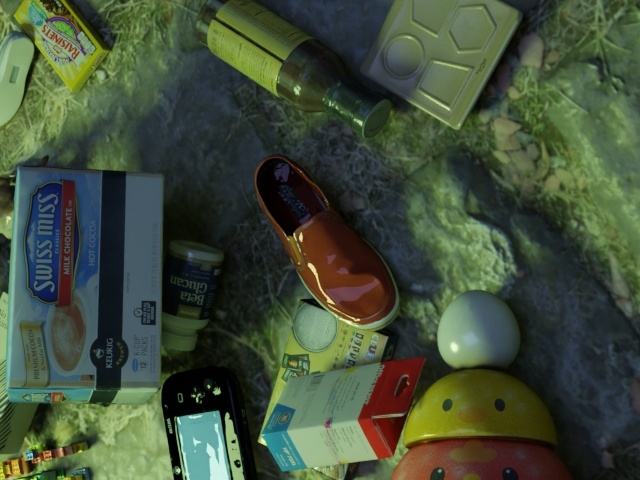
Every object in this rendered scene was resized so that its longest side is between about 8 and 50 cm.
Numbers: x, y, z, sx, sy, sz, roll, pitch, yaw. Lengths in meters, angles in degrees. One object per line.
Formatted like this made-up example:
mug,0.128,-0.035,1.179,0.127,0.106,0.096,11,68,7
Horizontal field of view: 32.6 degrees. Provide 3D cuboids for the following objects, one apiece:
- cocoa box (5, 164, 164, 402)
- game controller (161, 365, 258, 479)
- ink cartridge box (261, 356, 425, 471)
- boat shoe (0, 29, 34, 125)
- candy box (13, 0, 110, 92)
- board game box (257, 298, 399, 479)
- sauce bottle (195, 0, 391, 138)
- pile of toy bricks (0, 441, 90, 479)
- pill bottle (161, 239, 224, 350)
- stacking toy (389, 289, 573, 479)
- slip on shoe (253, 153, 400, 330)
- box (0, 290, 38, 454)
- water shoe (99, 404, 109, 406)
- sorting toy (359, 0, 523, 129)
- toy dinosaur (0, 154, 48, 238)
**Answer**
cocoa box,-0.374,0.078,1.731,0.227,0.231,0.347,3,76,-15
game controller,-0.179,0.369,1.795,0.166,0.067,0.319,-14,83,28
ink cartridge box,0.046,0.249,1.577,0.231,0.134,0.078,-13,117,28
boat shoe,-0.585,-0.301,2.024,0.063,0.066,0.184,44,121,47
candy box,-0.469,-0.375,1.977,0.105,0.027,0.206,-48,69,24
board game box,0.010,0.232,1.706,0.165,0.042,0.243,22,100,27
sauce bottle,-0.043,-0.270,1.698,0.344,0.111,0.111,38,107,24
pile of toy bricks,-0.516,0.428,1.955,0.212,0.105,0.118,-17,82,28
pill bottle,-0.221,0.091,1.802,0.094,0.094,0.169,18,98,27
stacking toy,0.210,0.300,1.492,0.350,0.350,0.480,-12,68,28
slip on shoe,0.000,0.000,1.668,0.123,0.101,0.331,-36,72,2
box,-0.554,0.238,1.962,0.113,0.094,0.275,22,92,26
water shoe,-0.360,0.246,1.905,0.203,0.073,0.080,3,120,26
sorting toy,0.178,-0.291,1.625,0.208,0.038,0.193,36,106,28
toy dinosaur,-0.560,-0.070,1.980,0.295,0.127,0.200,18,88,44
